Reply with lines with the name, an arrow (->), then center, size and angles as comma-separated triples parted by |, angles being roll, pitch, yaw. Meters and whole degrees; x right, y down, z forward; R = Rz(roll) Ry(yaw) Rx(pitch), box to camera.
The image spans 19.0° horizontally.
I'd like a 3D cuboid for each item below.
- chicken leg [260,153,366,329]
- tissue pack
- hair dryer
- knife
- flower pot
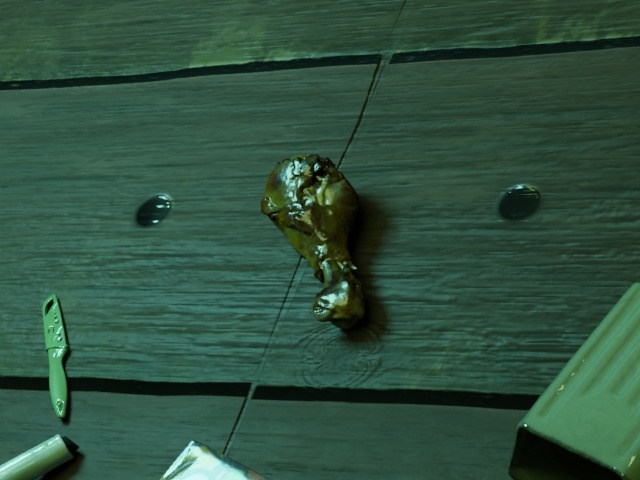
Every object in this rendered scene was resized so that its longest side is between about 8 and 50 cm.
chicken leg -> 0.003, 0.001, 2.157 | 0.107, 0.087, 0.251 | -40, 45, 25
tissue pack -> -0.103, 0.281, 1.968 | 0.148, 0.060, 0.108 | 22, 66, 41
hair dryer -> -0.378, 0.274, 2.113 | 0.236, 0.131, 0.073 | -26, 38, -12
knife -> -0.312, 0.136, 2.266 | 0.030, 0.014, 0.207 | -27, 42, 10
flower pot -> 0.306, 0.179, 1.701 | 0.239, 0.209, 0.189 | 22, 64, 44
